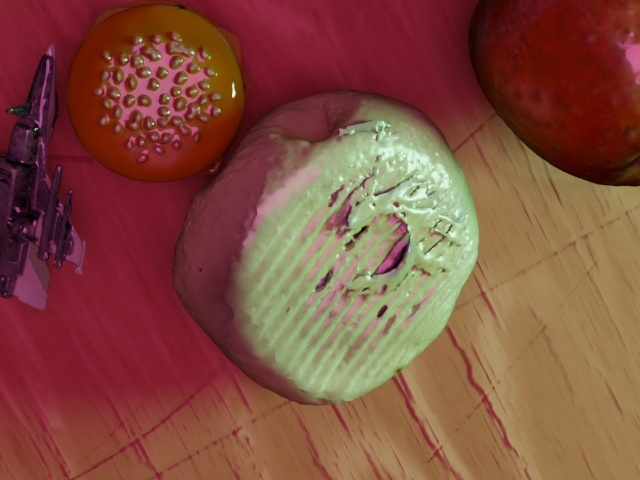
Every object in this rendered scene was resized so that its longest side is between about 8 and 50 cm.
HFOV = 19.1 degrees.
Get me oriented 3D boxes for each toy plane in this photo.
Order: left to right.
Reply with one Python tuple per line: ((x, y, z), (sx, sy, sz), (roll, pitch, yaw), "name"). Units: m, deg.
((-0.250, -0.045, 1.569), (0.160, 0.082, 0.234), (24, 123, 31), "toy plane")

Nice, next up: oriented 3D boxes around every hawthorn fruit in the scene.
((0.257, -0.157, 1.544), (0.263, 0.231, 0.235), (33, 126, 13), "hawthorn fruit")

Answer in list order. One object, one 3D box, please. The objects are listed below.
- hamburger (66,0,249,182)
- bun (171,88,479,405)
((-0.134, -0.122, 1.577), (0.162, 0.115, 0.162), (-1, 99, -4), "hamburger")
((0.005, -0.001, 1.585), (0.273, 0.168, 0.273), (-12, 118, -24), "bun")
